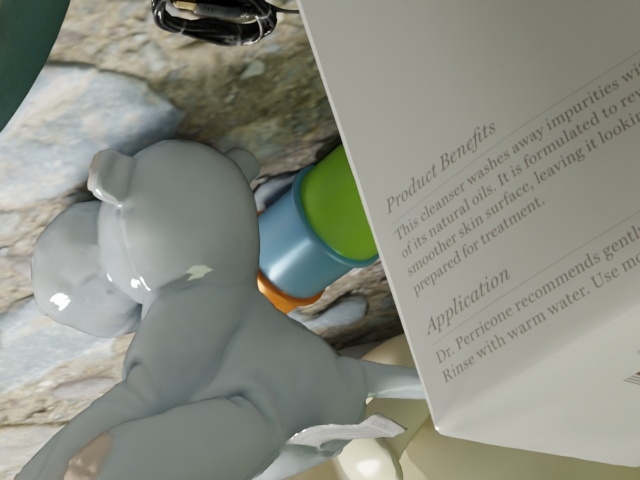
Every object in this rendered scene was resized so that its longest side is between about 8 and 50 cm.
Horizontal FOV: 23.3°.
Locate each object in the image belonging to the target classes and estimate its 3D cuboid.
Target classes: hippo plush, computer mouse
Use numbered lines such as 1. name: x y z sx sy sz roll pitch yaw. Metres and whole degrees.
1. hippo plush: -0.103 0.058 0.992 0.294 0.236 0.234 -28 172 37
2. computer mouse: 0.013 -0.132 0.941 0.242 0.041 0.071 -3 149 -24

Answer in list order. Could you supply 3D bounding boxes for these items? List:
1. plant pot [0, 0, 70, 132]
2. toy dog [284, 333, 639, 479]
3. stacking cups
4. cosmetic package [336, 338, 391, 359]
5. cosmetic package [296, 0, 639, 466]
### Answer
1. plant pot: -0.207 -0.143 0.602 0.290 0.290 0.195 -31 -175 24
2. toy dog: 0.104 0.181 1.217 0.408 0.284 0.395 -26 -174 7
3. stacking cups: 0.000 0.000 1.119 0.096 0.096 0.316 9 144 -40
4. cosmetic package: 0.060 0.261 1.488 0.284 0.097 0.377 -9 130 -12
5. cosmetic package: 0.111 -0.125 0.647 0.217 0.385 0.156 -33 147 32
